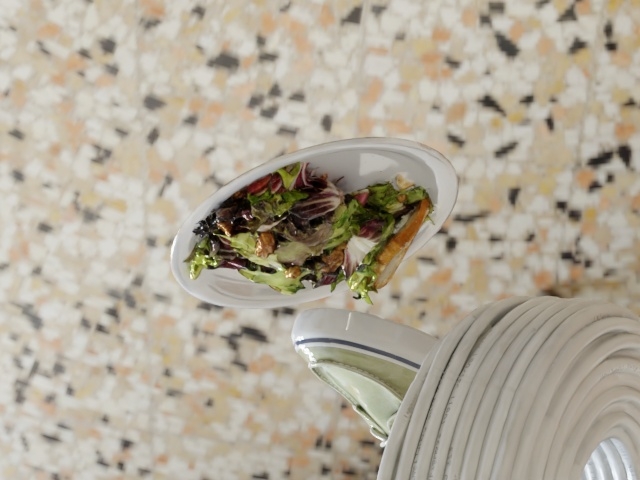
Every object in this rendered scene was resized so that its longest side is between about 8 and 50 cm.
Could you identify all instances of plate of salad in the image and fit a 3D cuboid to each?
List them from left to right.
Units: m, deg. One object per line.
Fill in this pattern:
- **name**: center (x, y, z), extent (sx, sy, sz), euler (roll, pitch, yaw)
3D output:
- **plate of salad**: center (0.000, 0.000, 0.983), extent (0.200, 0.048, 0.200), euler (-14, 152, -8)

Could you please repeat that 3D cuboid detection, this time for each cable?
- **cable**: center (0.128, 0.159, 0.810), extent (0.089, 0.257, 0.257), euler (0, 123, 37)

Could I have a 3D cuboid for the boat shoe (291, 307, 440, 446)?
- **boat shoe**: center (0.091, 0.151, 1.341), extent (0.302, 0.094, 0.109), euler (30, 154, -33)
